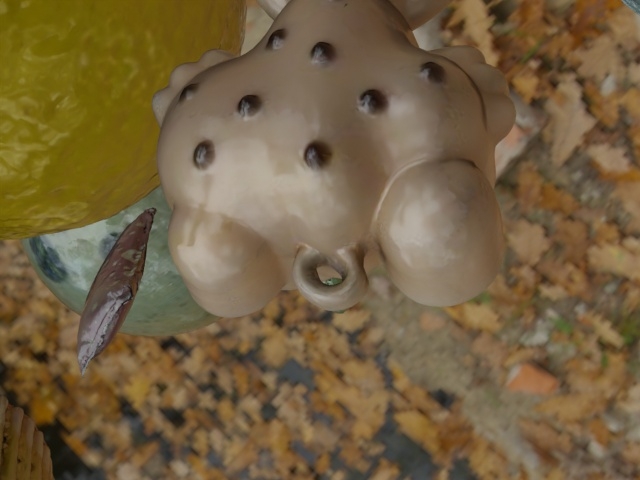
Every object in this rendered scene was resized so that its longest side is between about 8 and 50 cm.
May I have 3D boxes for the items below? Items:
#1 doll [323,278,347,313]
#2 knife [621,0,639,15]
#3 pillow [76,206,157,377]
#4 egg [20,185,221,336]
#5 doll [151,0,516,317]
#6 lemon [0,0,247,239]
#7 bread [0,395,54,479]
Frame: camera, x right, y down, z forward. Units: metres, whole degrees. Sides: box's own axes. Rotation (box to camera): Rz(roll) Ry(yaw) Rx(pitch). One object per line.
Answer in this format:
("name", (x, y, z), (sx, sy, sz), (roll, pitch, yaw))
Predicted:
("doll", (0.000, 0.000, 1.340), (0.150, 0.078, 0.115), (81, 163, -56))
("knife", (0.412, -0.232, 1.772), (0.210, 0.028, 0.015), (41, 94, 15))
("pillow", (-0.216, 0.047, 1.620), (0.043, 0.185, 0.118), (27, 118, -17))
("egg", (-0.225, -0.046, 2.008), (0.345, 0.428, 0.344), (-1, 88, 15))
("doll", (0.019, -0.095, 0.657), (0.154, 0.278, 0.119), (8, 155, 15))
("lemon", (-0.203, -0.153, 0.908), (0.336, 0.336, 0.336), (16, 125, 25))
("bread", (-0.323, 0.252, 1.283), (0.204, 0.156, 0.288), (-1, 127, -8))
